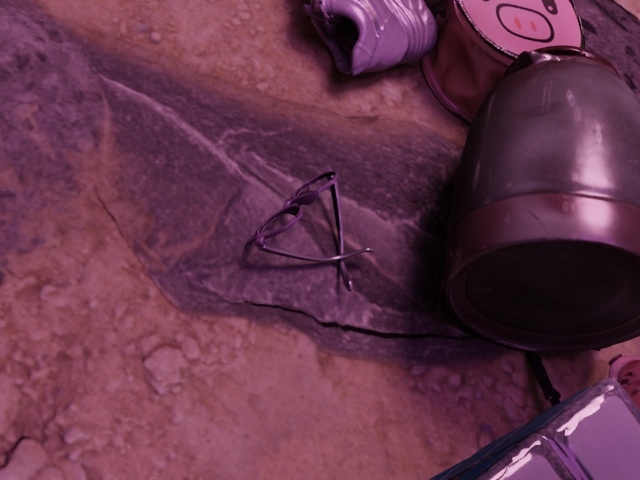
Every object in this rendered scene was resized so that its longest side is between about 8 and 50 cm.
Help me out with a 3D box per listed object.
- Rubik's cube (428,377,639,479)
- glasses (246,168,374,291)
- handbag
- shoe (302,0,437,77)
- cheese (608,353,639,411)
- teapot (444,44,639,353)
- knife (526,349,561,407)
[{"bbox_3d":[0.154,0.339,0.980,0.305,0.301,0.303,-31,80,-38],"label":"Rubik's cube"},{"bbox_3d":[0.000,0.000,1.280,0.103,0.063,0.140,57,47,-18],"label":"glasses"},{"bbox_3d":[0.224,-0.237,1.495,0.205,0.116,0.179,3,60,-28],"label":"handbag"},{"bbox_3d":[0.022,-0.297,1.429,0.138,0.095,0.245,-33,88,-42],"label":"shoe"},{"bbox_3d":[0.363,0.210,1.304,0.189,0.074,0.286,44,35,9],"label":"cheese"},{"bbox_3d":[0.280,-0.046,1.357,0.315,0.233,0.312,46,43,-45],"label":"teapot"},{"bbox_3d":[0.251,0.180,1.292,0.023,0.010,0.170,17,35,-30],"label":"knife"}]
